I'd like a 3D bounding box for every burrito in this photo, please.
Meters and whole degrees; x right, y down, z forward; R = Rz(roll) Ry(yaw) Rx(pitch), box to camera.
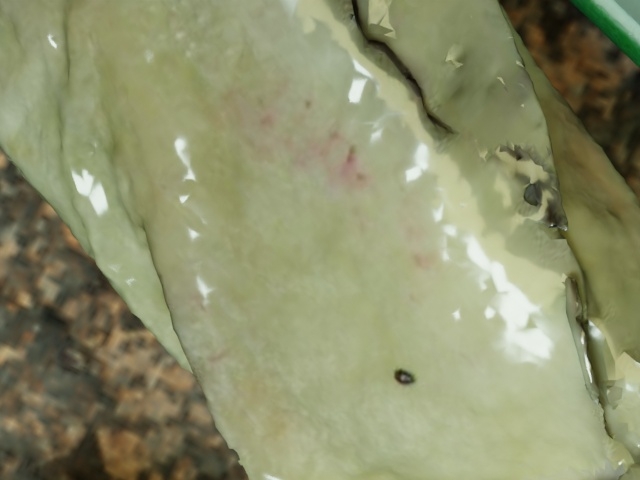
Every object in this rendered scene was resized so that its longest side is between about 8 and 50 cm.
[{"bbox_3d":[0.008,-0.008,0.482,0.175,0.107,0.348,-42,79,26],"label":"burrito"}]

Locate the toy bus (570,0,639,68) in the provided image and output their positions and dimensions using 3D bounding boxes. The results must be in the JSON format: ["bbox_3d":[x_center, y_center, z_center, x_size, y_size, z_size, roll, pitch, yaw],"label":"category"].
[{"bbox_3d":[0.127,-0.135,0.473,0.276,0.133,0.165,44,91,6],"label":"toy bus"}]
